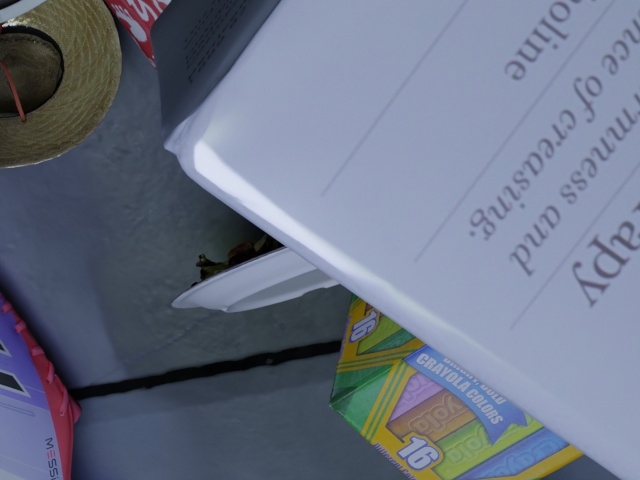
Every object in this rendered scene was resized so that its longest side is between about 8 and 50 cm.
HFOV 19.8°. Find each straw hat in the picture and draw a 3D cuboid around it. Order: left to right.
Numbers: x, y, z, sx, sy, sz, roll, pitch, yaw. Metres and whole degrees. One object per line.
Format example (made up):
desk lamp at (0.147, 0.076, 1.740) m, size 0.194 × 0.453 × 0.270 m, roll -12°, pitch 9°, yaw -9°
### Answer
straw hat at (-0.194, -0.103, 1.156) m, size 0.144 × 0.144 × 0.061 m, roll 12°, pitch 167°, yaw 2°

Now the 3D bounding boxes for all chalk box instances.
chalk box at (0.131, 0.056, 1.165) m, size 0.213 × 0.132 × 0.132 m, roll -36°, pitch 112°, yaw 29°

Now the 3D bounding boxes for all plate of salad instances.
plate of salad at (0.000, 0.000, 1.137) m, size 0.200 × 0.200 × 0.048 m, roll -21°, pitch 84°, yaw 24°

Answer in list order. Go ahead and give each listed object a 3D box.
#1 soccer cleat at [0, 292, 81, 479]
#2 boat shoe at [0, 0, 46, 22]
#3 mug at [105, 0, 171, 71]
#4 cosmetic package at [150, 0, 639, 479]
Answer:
soccer cleat at (-0.233, 0.096, 1.298) m, size 0.116 × 0.108 × 0.318 m, roll -16°, pitch 118°, yaw -10°
boat shoe at (-0.121, -0.210, 1.061) m, size 0.228 × 0.081 × 0.068 m, roll -33°, pitch 110°, yaw 21°
mug at (-0.034, -0.125, 1.104) m, size 0.169 × 0.150 × 0.113 m, roll 51°, pitch 157°, yaw -18°
cosmetic package at (0.171, -0.090, 0.875) m, size 0.394 × 0.327 × 0.329 m, roll 35°, pitch 98°, yaw -14°
